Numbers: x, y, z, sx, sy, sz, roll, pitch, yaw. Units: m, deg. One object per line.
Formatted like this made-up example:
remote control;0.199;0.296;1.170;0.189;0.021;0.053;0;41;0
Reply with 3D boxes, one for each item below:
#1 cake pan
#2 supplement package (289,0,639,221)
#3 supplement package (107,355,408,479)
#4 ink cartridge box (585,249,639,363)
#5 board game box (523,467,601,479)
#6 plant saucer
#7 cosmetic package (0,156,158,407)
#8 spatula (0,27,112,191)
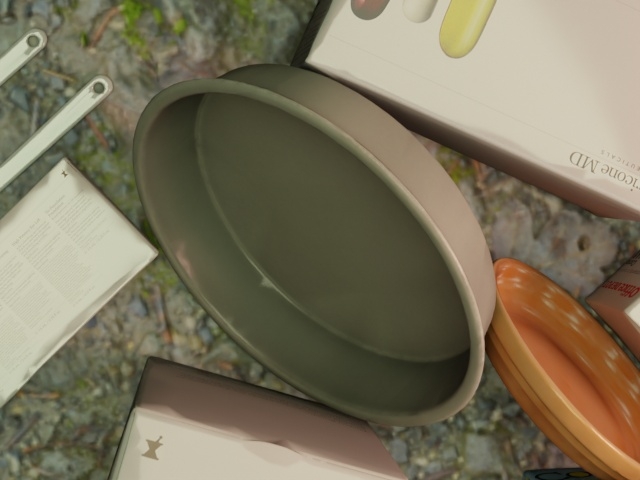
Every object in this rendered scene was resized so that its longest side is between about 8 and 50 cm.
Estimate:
cake pan;0.000;0.000;1.198;0.293;0.293;0.054;48;58;-4
supplement package;0.127;-0.129;1.222;0.261;0.204;0.145;23;91;-5
supplement package;-0.060;0.196;1.177;0.177;0.293;0.175;16;91;-4
ink cartridge box;0.305;0.036;1.278;0.176;0.128;0.127;-43;94;-2
board game box;0.236;0.245;1.208;0.144;0.275;0.142;-3;93;-4
plant saucer;0.178;0.099;1.246;0.037;0.200;0.200;-42;95;20
cosmetic package;-0.235;0.056;1.275;0.239;0.060;0.099;-44;97;-1
spatula;-0.286;-0.081;1.288;0.242;0.019;0.168;-44;94;-1
